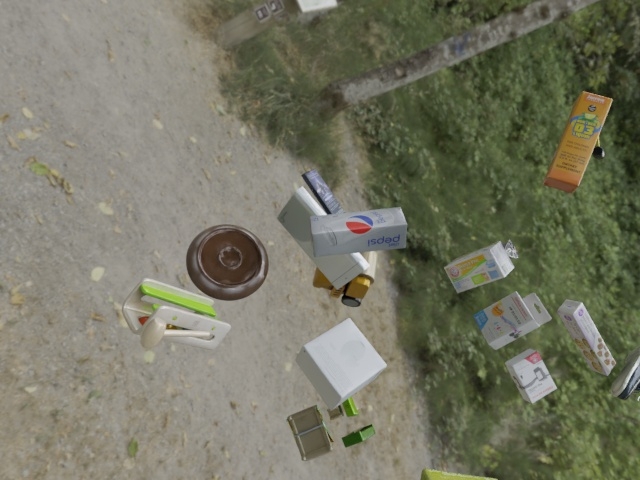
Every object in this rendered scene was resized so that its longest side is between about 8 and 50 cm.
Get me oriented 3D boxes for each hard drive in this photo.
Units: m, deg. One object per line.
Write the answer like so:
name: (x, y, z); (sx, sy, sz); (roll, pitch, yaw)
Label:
hard drive: (0.000, 0.000, 1.742); (0.047, 0.233, 0.353); (-38, 87, -31)

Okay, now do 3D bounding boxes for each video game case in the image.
video game case: (0.025, -0.184, 2.126); (0.274, 0.026, 0.196); (55, 18, -4)

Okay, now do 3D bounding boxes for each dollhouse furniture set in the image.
dollhouse furniture set: (0.041, 0.771, 2.049); (0.151, 0.301, 0.197); (20, 45, -66)

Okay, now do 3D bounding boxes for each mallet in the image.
mallet: (1.005, -0.384, 1.781); (0.062, 0.039, 0.190); (22, 68, -51)

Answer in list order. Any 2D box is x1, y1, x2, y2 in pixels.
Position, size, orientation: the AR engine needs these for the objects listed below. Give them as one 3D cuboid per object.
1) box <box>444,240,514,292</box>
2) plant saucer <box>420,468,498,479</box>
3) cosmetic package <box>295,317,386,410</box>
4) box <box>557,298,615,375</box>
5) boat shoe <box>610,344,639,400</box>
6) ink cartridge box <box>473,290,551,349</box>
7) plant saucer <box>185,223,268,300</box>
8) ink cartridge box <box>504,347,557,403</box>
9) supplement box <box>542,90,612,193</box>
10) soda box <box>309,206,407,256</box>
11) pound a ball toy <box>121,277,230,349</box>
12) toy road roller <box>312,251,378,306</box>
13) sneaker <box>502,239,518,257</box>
box: (0.576, 0.099, 1.796); (0.103, 0.203, 0.114); (-26, 87, -46)
plant saucer: (0.322, 0.652, 1.163); (0.045, 0.188, 0.188); (-96, -165, -84)
cosmetic package: (0.070, 0.442, 1.769); (0.224, 0.138, 0.224); (-24, 64, -34)
box: (0.936, 0.343, 1.725); (0.324, 0.063, 0.067); (52, -18, -22)
boat shoe: (0.862, 0.364, 1.329); (0.254, 0.095, 0.079); (-22, 58, -44)
ink cartridge box: (0.549, 0.221, 1.412); (0.061, 0.181, 0.104); (39, 24, -42)
plant saucer: (-0.342, 0.070, 1.837); (0.050, 0.310, 0.311); (128, -49, -60)
ink cartridge box: (0.734, 0.472, 1.715); (0.150, 0.109, 0.063); (62, -6, 0)
supplement box: (0.628, -0.240, 1.205); (0.233, 0.078, 0.080); (-67, 162, -5)
soda box: (0.113, -0.026, 1.494); (0.091, 0.286, 0.098); (-98, -177, -51)
pound a ball toy: (-0.388, 0.236, 1.317); (0.208, 0.136, 0.319); (45, 8, 36)
toy road roller: (0.102, 0.146, 2.199); (0.329, 0.240, 0.202); (112, -8, -59)
sneaker: (0.708, 0.046, 1.871); (0.068, 0.071, 0.170); (59, 21, 8)
